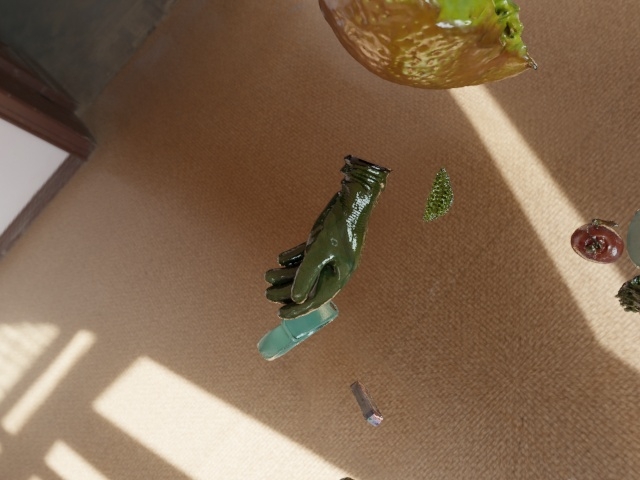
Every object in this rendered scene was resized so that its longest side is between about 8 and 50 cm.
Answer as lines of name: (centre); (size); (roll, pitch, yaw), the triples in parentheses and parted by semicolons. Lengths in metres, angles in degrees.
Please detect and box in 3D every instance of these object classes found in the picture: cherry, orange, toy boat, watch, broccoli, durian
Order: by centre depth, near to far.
orange: (0.101, -0.294, 0.451); (0.196, 0.335, 0.262); (-1, 98, 38)
cherry: (0.621, 0.001, 0.955); (0.107, 0.225, 0.090); (41, 97, 21)
watch: (-0.056, 0.224, 1.080); (0.195, 0.237, 0.068); (-35, 76, 15)
broccoli: (1.030, 0.220, 1.300); (0.146, 0.304, 0.164); (7, 117, 4)
toy boat: (1.033, -0.002, 1.338); (0.134, 0.079, 0.207); (7, 91, 49)
durian: (0.446, -0.162, 1.606); (0.096, 0.137, 0.220); (12, 112, 13)

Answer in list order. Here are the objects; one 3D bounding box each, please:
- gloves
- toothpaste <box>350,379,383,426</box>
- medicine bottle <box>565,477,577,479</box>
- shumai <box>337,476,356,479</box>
gloves: (0.014, 0.004, 0.616); (0.107, 0.135, 0.268); (36, 105, 3)
toothpaste: (0.152, 0.545, 1.461); (0.040, 0.047, 0.196); (-50, 18, 3)
medicine bottle: (0.752, 0.750, 1.263); (0.052, 0.052, 0.089); (-26, 87, 15)
shumai: (0.102, 0.842, 1.220); (0.222, 0.225, 0.260); (27, 119, 56)
